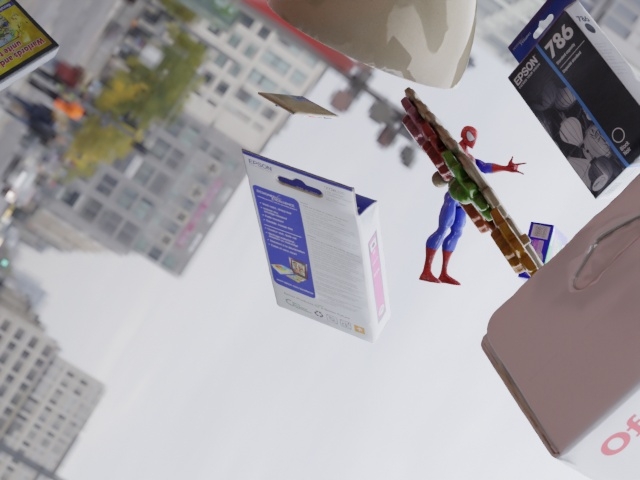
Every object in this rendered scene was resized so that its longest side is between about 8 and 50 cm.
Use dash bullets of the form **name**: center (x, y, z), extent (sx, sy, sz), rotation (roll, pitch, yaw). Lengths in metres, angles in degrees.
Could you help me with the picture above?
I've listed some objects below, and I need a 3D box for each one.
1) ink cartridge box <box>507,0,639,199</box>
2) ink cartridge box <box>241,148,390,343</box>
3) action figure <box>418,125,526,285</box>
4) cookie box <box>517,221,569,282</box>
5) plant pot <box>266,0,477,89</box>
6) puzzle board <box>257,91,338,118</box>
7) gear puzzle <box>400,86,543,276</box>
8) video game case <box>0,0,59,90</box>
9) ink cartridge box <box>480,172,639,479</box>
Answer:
- **ink cartridge box**: center (0.413, -0.243, 2.035), extent (0.065, 0.332, 0.165), rotation (-8, 146, -41)
- **ink cartridge box**: center (0.000, 0.000, 1.827), extent (0.069, 0.176, 0.371), rotation (-57, 155, -28)
- **action figure**: center (0.262, -0.058, 2.206), extent (0.139, 0.091, 0.280), rotation (9, -88, 42)
- **cookie box**: center (0.349, 0.027, 1.989), extent (0.107, 0.040, 0.091), rotation (27, 76, -64)
- **plant pot**: center (0.096, -0.348, 1.690), extent (0.284, 0.284, 0.191), rotation (-91, -155, -70)
- **puzzle board**: center (-0.040, -0.243, 2.312), extent (0.128, 0.096, 0.011), rotation (-2, 117, -52)
- **gear puzzle**: center (0.164, -0.037, 1.349), extent (0.044, 0.175, 0.339), rotation (-35, -152, 5)
- **video game case**: center (-0.525, -0.281, 1.685), extent (0.275, 0.248, 0.035), rotation (-44, 180, -42)
- **ink cartridge box**: center (0.383, 0.116, 1.143), extent (0.285, 0.395, 0.166), rotation (-47, -143, 15)
